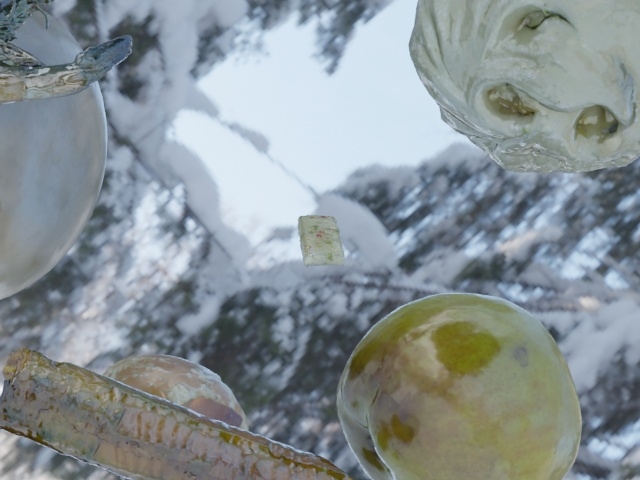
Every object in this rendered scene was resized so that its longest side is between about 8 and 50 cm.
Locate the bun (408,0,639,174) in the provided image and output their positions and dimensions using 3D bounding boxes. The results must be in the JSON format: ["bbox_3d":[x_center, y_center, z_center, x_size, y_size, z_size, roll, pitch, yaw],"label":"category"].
[{"bbox_3d":[0.158,-0.128,0.915,0.231,0.133,0.231,26,-36,21],"label":"bun"}]

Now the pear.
[{"bbox_3d":[0.110,0.137,1.060,0.200,0.200,0.200,42,-20,19],"label":"pear"}]

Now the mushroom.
[{"bbox_3d":[-0.415,-0.109,1.453,0.294,0.362,0.362,13,-34,25],"label":"mushroom"}]

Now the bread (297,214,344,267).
[{"bbox_3d":[0.000,0.000,2.108,0.154,0.068,0.028,-99,-168,-62],"label":"bread"}]

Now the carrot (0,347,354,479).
[{"bbox_3d":[-0.095,0.142,0.858,0.260,0.070,0.070,24,-17,-8],"label":"carrot"}]

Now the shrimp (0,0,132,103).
[{"bbox_3d":[-0.233,-0.168,1.052,0.150,0.217,0.051,17,-49,10],"label":"shrimp"}]

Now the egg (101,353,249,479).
[{"bbox_3d":[-0.205,0.254,1.742,0.233,0.195,0.195,50,-19,11],"label":"egg"}]
